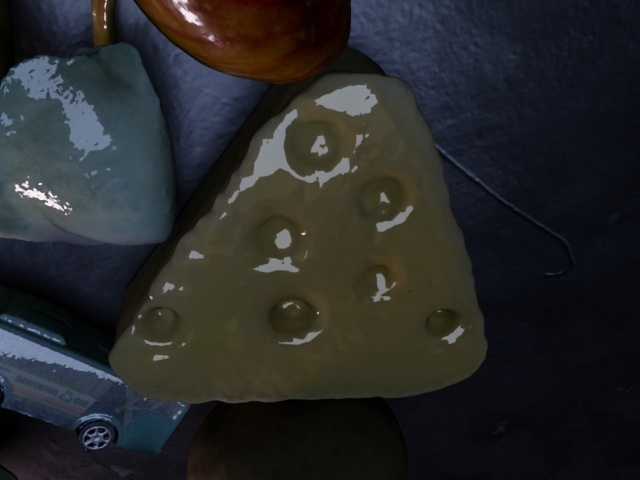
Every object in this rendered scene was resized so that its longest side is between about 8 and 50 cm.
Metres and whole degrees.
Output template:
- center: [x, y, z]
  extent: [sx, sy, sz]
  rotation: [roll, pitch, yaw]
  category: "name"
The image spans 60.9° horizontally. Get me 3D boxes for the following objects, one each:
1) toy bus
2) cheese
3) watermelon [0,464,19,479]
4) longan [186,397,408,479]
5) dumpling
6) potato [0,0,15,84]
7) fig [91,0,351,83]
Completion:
- center: [-0.265, 0.137, 0.563]
  extent: [0.262, 0.091, 0.109]
  rotation: [33, 98, -28]
  category: "toy bus"
- center: [-0.001, 0.000, 0.523]
  extent: [0.384, 0.104, 0.383]
  rotation: [-5, 123, -9]
  category: "cheese"
- center: [-0.465, 0.334, 0.581]
  extent: [0.305, 0.180, 0.223]
  rotation: [-20, 108, 2]
  category: "watermelon"
- center: [-0.020, 0.264, 0.624]
  extent: [0.246, 0.215, 0.245]
  rotation: [2, 86, -25]
  category: "longan"
- center: [-0.191, -0.059, 0.437]
  extent: [0.149, 0.104, 0.216]
  rotation: [-1, 144, -5]
  category: "dumpling"
- center: [-0.271, -0.155, 0.361]
  extent: [0.117, 0.182, 0.202]
  rotation: [-14, 88, -40]
  category: "potato"
- center: [-0.080, -0.195, 0.367]
  extent: [0.207, 0.175, 0.175]
  rotation: [8, 121, 6]
  category: "fig"
